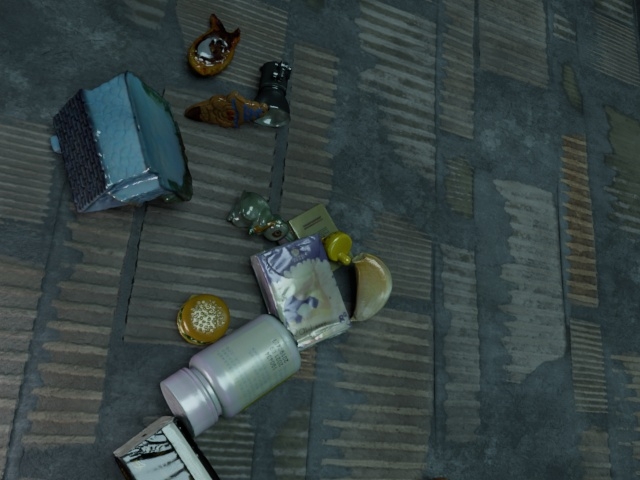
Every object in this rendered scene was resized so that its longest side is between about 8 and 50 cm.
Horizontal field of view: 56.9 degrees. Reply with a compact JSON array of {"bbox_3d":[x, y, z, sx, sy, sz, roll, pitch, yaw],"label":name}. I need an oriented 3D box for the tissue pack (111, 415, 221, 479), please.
[{"bbox_3d":[-0.386,0.667,1.597,0.198,0.210,0.369,-32,90,-25],"label":"tissue pack"}]

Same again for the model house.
[{"bbox_3d":[-0.605,-0.240,1.736,0.339,0.297,0.360,-19,82,7],"label":"model house"}]

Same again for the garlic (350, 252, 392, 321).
[{"bbox_3d":[0.161,0.163,2.033,0.164,0.145,0.244,5,94,-31],"label":"garlic"}]

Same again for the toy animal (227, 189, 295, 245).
[{"bbox_3d":[-0.170,-0.059,1.959,0.251,0.125,0.127,29,94,-22],"label":"toy animal"}]

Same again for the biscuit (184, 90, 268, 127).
[{"bbox_3d":[-0.313,-0.428,1.960,0.281,0.183,0.043,-5,64,0],"label":"biscuit"}]

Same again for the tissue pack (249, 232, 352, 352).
[{"bbox_3d":[-0.062,0.171,1.928,0.243,0.125,0.343,-19,91,-28],"label":"tissue pack"}]

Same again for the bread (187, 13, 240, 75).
[{"bbox_3d":[-0.368,-0.667,2.050,0.139,0.095,0.268,31,51,-17],"label":"bread"}]

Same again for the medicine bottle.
[{"bbox_3d":[-0.256,0.389,1.733,0.379,0.213,0.213,-29,90,-29],"label":"medicine bottle"}]

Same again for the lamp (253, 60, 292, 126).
[{"bbox_3d":[-0.162,-0.534,2.062,0.147,0.172,0.227,12,73,-21],"label":"lamp"}]

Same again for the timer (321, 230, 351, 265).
[{"bbox_3d":[0.064,0.025,2.017,0.107,0.109,0.107,-22,129,-31],"label":"timer"}]

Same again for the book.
[{"bbox_3d":[0.000,0.000,2.071,0.161,0.026,0.230,-30,90,-30],"label":"book"}]

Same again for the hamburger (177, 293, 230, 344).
[{"bbox_3d":[-0.351,0.237,1.784,0.162,0.115,0.161,8,71,-23],"label":"hamburger"}]

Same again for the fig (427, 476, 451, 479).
[{"bbox_3d":[0.415,0.914,1.970,0.159,0.159,0.257,-35,112,-29],"label":"fig"}]
